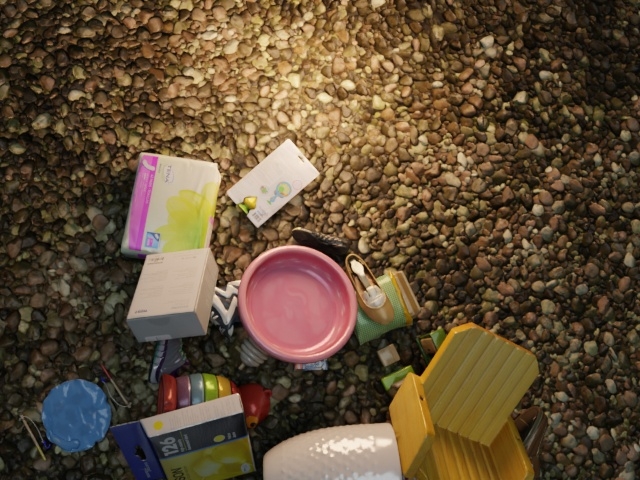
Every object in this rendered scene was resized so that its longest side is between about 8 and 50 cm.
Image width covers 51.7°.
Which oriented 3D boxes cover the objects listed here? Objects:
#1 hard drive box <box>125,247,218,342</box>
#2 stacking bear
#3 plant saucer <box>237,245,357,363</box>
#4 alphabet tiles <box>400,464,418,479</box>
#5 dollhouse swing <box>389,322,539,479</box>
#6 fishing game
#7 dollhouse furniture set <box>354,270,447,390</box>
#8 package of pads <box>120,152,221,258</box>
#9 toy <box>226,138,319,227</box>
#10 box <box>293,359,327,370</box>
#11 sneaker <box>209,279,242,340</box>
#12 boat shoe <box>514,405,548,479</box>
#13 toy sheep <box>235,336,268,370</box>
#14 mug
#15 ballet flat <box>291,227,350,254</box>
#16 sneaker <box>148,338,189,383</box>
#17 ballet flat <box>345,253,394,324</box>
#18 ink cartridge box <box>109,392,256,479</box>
[{"bbox_3d":[-0.373,0.136,1.690,0.181,0.089,0.232,-7,41,9],"label":"hard drive box"},{"bbox_3d":[-0.272,0.429,1.724,0.289,0.175,0.164,5,33,-18],"label":"stacking bear"},{"bbox_3d":[-0.067,0.178,1.793,0.332,0.084,0.331,8,62,-16],"label":"plant saucer"},{"bbox_3d":[0.307,0.617,1.828,0.199,0.009,0.237,-8,79,-10],"label":"alphabet tiles"},{"bbox_3d":[0.410,0.443,1.660,0.347,0.315,0.305,27,116,-20],"label":"dollhouse swing"},{"bbox_3d":[-0.634,0.457,1.730,0.264,0.041,0.189,-36,85,-4],"label":"fishing game"},{"bbox_3d":[0.206,0.237,1.820,0.198,0.151,0.301,-24,82,-11],"label":"dollhouse furniture set"},{"bbox_3d":[-0.407,-0.085,1.833,0.229,0.101,0.296,8,79,-5],"label":"package of pads"},{"bbox_3d":[-0.137,-0.162,1.906,0.237,0.056,0.137,-41,90,-8],"label":"toy"},{"bbox_3d":[-0.030,0.293,1.843,0.094,0.027,0.136,1,79,-8],"label":"box"},{"bbox_3d":[-0.294,0.205,1.792,0.235,0.094,0.152,-9,71,-19],"label":"sneaker"},{"bbox_3d":[0.550,0.608,1.821,0.105,0.111,0.307,32,87,-4],"label":"boat shoe"},{"bbox_3d":[-0.179,0.298,1.797,0.091,0.091,0.132,38,91,1],"label":"toy sheep"},{"bbox_3d":[0.029,0.658,1.652,0.328,0.276,0.373,-3,77,-2],"label":"mug"},{"bbox_3d":[0.000,0.000,1.903,0.173,0.049,0.057,17,122,-3],"label":"ballet flat"},{"bbox_3d":[-0.388,0.281,1.764,0.098,0.083,0.223,15,102,-15],"label":"sneaker"},{"bbox_3d":[0.127,0.131,1.825,0.080,0.073,0.232,-29,55,-6],"label":"ballet flat"},{"bbox_3d":[-0.327,0.518,1.634,0.308,0.303,0.072,-14,47,-11],"label":"ink cartridge box"}]
